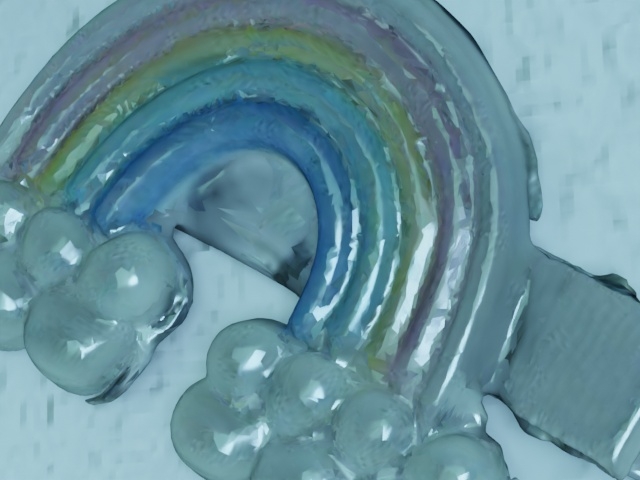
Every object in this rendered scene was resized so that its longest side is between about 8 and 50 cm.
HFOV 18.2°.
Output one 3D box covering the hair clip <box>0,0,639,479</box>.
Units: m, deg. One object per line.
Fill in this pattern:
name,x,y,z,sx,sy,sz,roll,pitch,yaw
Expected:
hair clip,0.000,0.000,0.517,0.220,0.054,0.140,28,92,20
